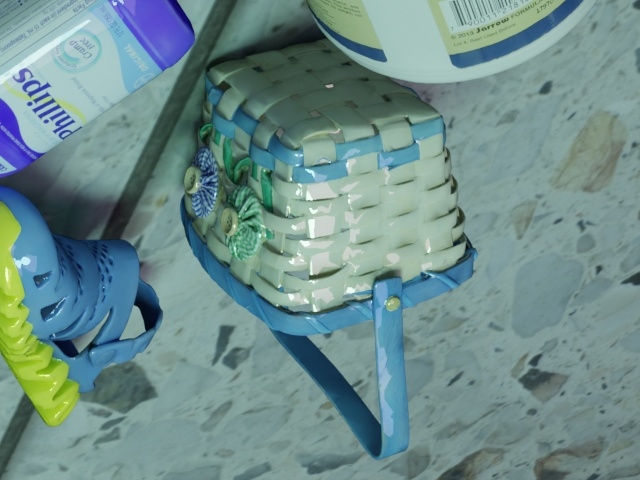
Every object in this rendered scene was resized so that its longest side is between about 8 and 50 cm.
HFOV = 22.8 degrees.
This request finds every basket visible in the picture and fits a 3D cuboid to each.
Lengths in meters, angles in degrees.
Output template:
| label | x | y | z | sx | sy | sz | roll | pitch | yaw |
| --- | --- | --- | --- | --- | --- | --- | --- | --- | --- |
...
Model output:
| label | x | y | z | sx | sy | sz | roll | pitch | yaw |
| --- | --- | --- | --- | --- | --- | --- | --- | --- | --- |
| basket | 0.000 | 0.000 | 1.272 | 0.201 | 0.255 | 0.289 | -19 | 122 | -19 |

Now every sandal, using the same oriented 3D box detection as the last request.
| label | x | y | z | sx | sy | sz | roll | pitch | yaw |
| --- | --- | --- | --- | --- | --- | --- | --- | --- | --- |
| sandal | -0.205 | 0.035 | 1.249 | 0.138 | 0.126 | 0.317 | -30 | 162 | -11 |

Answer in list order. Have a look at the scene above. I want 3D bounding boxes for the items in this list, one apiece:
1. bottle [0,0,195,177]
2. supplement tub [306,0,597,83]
| label | x | y | z | sx | sy | sz | roll | pitch | yaw |
| --- | --- | --- | --- | --- | --- | --- | --- | --- | --- |
| bottle | -0.229 | -0.105 | 1.110 | 0.283 | 0.092 | 0.118 | -34 | 145 | 2 |
| supplement tub | 0.057 | -0.275 | 1.013 | 0.228 | 0.228 | 0.316 | -32 | 143 | -1 |
